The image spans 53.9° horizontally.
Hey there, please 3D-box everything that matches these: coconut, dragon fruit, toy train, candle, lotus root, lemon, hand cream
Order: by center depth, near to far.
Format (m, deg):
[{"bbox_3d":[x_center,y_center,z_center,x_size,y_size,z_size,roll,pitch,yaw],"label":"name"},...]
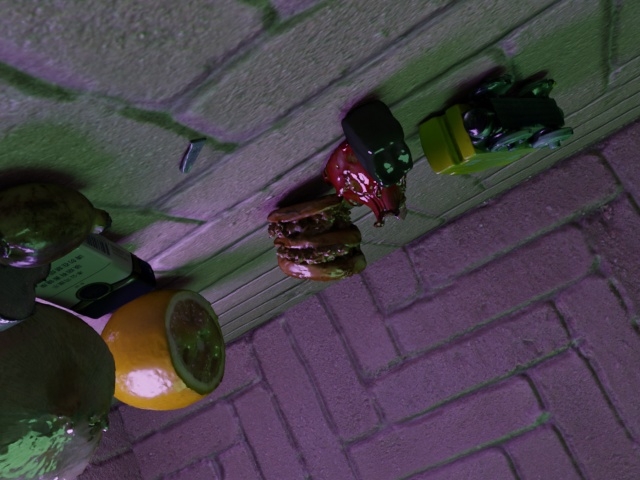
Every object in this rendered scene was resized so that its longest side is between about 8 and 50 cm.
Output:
[{"bbox_3d":[-0.420,-0.025,0.955,0.138,0.138,0.214,-33,168,30],"label":"lotus root"},{"bbox_3d":[-0.524,0.044,1.006,0.068,0.192,0.168,-29,123,17],"label":"candle"},{"bbox_3d":[-0.224,-0.145,1.096,0.030,0.019,0.093,-18,163,-38],"label":"hand cream"},{"bbox_3d":[-0.576,0.301,1.198,0.404,0.405,0.404,-25,168,-6],"label":"coconut"},{"bbox_3d":[0.111,-0.126,1.437,0.134,0.212,0.262,-29,164,-22],"label":"dragon fruit"},{"bbox_3d":[0.432,-0.272,1.556,0.442,0.179,0.272,-13,170,-47],"label":"toy train"},{"bbox_3d":[-0.470,0.317,1.782,0.364,0.364,0.364,-25,168,-6],"label":"lemon"}]

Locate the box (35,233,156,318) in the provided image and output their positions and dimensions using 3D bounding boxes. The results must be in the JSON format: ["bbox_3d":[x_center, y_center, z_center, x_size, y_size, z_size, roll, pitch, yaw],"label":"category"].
[{"bbox_3d":[-0.462,0.066,1.232,0.168,0.071,0.259,-28,152,8],"label":"box"}]

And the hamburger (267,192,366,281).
[{"bbox_3d":[-0.008,-0.007,1.575,0.245,0.211,0.260,-11,-173,-26],"label":"hamburger"}]

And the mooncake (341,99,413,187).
[{"bbox_3d":[0.119,-0.191,1.258,0.104,0.169,0.175,-28,-177,2],"label":"mooncake"}]
